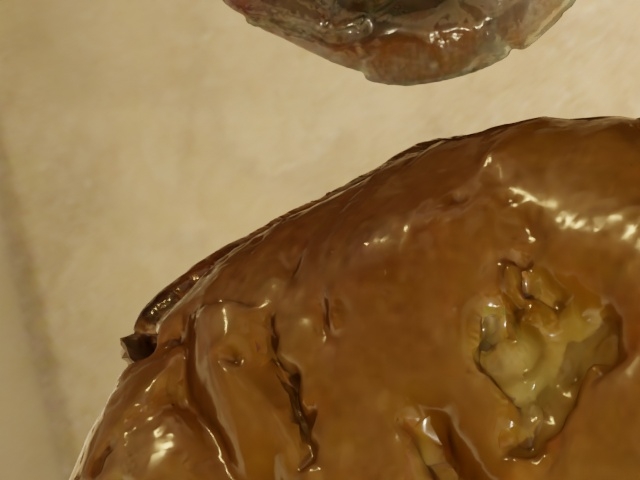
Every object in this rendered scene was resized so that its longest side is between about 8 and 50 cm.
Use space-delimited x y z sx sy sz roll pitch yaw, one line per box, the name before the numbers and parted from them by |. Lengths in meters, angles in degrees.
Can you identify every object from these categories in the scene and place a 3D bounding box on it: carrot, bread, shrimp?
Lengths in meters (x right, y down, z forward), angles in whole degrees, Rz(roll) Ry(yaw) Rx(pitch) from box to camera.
carrot | 0.000 0.001 0.708 0.165 0.035 0.036 -26 95 -24
bread | 0.070 0.055 0.448 0.260 0.160 0.147 -9 69 32
shrimp | -0.004 -0.152 0.757 0.251 0.052 0.144 23 91 -7
